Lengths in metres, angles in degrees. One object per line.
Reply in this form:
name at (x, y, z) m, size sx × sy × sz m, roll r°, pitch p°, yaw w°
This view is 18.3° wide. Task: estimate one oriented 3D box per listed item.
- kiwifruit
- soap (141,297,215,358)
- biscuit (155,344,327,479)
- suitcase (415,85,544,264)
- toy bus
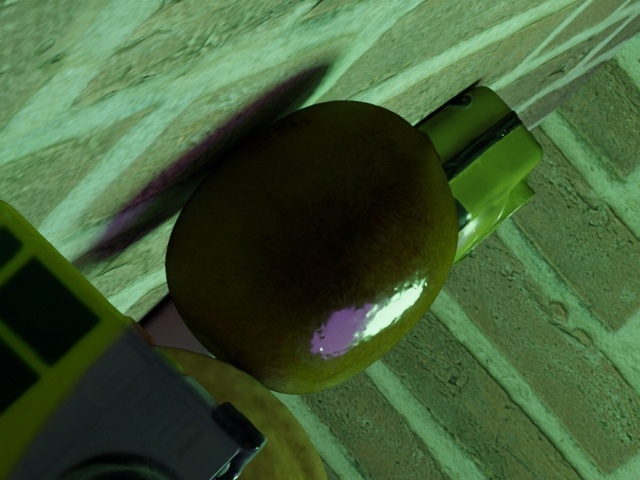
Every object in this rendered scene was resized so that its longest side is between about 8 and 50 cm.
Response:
kiwifruit at (0.000, 0.000, 1.509) m, size 0.234 × 0.196 × 0.196 m, roll -46°, pitch 176°, yaw -13°
soap at (-0.054, 0.032, 1.966) m, size 0.259 × 0.081 × 0.181 m, roll -42°, pitch 173°, yaw 24°
biscuit at (-0.191, 0.253, 1.397) m, size 0.455 × 0.350 × 0.078 m, roll -29°, pitch -175°, yaw -25°
suitcase at (0.136, -0.050, 2.274) m, size 0.235 × 0.143 × 0.194 m, roll -37°, pitch 173°, yaw -38°
toy bus at (-0.264, 0.203, 1.024) m, size 0.440 × 0.249 × 0.209 m, roll -44°, pitch 177°, yaw -27°
